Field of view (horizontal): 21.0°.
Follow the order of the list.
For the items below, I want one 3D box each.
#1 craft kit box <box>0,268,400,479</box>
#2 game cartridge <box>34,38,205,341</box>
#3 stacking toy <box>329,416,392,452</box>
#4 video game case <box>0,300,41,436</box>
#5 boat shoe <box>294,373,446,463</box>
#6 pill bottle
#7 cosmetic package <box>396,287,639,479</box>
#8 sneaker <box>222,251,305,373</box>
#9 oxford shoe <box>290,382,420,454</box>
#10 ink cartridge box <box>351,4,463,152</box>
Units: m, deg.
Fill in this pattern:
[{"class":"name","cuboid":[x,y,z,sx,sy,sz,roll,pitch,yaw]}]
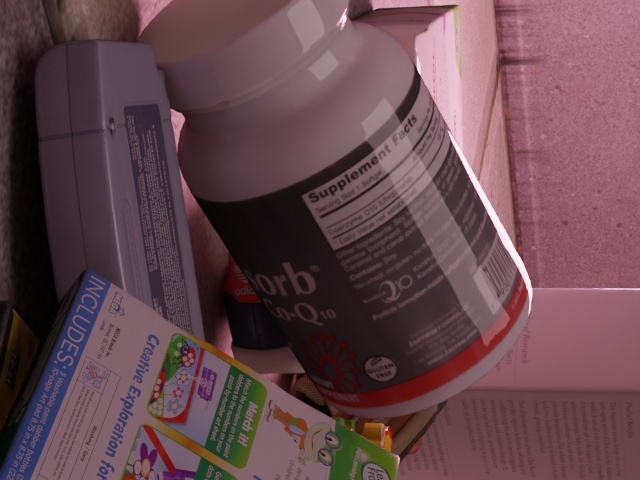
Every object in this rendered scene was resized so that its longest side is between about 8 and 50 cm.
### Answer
[{"class":"craft kit box","cuboid":[-0.081,0.172,1.030,0.061,0.246,0.250,-48,-164,40]},{"class":"game cartridge","cuboid":[-0.136,0.007,1.210,0.196,0.060,0.294,-40,122,-83]},{"class":"stacking toy","cuboid":[-0.040,0.161,1.454,0.221,0.167,0.052,47,45,-70]},{"class":"video game case","cuboid":[-0.194,0.212,1.093,0.248,0.035,0.275,67,28,-60]},{"class":"boat shoe","cuboid":[0.033,0.162,1.679,0.324,0.120,0.122,-59,-164,-18]},{"class":"pill bottle","cuboid":[0.011,-0.048,1.418,0.363,0.210,0.210,59,28,-27]},{"class":"cosmetic package","cuboid":[0.276,0.185,2.172,0.230,0.453,0.161,75,20,-50]},{"class":"sneaker","cuboid":[0.000,0.000,1.682,0.350,0.131,0.148,-53,134,-65]},{"class":"oxford shoe","cuboid":[0.052,0.165,1.897,0.348,0.123,0.130,-10,112,-77]},{"class":"ink cartridge box","cuboid":[0.094,-0.173,2.123,0.353,0.119,0.207,-45,134,-73]}]
